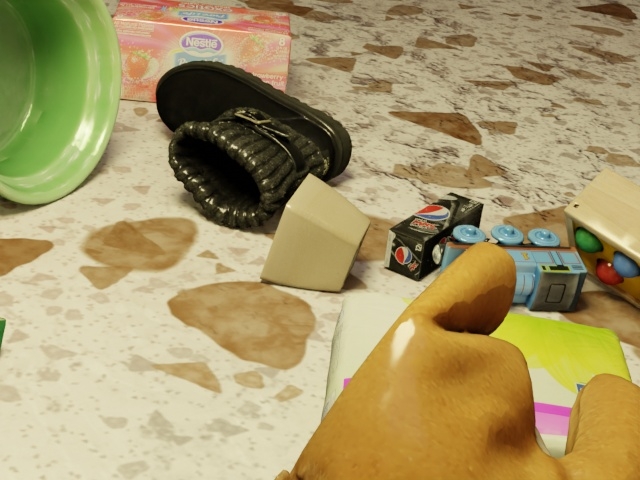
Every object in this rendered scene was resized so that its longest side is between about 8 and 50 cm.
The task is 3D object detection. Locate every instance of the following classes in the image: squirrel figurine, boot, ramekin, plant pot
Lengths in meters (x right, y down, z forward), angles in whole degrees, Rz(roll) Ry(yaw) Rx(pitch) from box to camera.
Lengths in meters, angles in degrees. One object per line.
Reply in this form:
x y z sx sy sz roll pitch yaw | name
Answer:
0.134 0.249 0.652 0.370 0.281 0.397 36 33 14 | squirrel figurine
-0.150 -0.148 1.512 0.348 0.131 0.260 21 29 24 | boot
-0.409 -0.208 1.389 0.148 0.303 0.303 12 25 25 | ramekin
0.000 0.000 1.296 0.096 0.109 0.109 23 28 4 | plant pot

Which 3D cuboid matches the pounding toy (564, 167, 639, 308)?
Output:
0.409 0.040 1.316 0.094 0.181 0.206 -43 55 -13 | pounding toy

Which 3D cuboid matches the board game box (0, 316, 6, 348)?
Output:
-0.491 0.062 1.004 0.317 0.046 0.213 14 2 12 | board game box

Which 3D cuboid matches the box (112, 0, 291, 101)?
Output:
-0.205 -0.319 1.831 0.300 0.142 0.154 5 27 -5 | box

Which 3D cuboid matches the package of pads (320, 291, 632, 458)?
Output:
0.152 0.153 1.020 0.296 0.101 0.229 9 27 1 | package of pads

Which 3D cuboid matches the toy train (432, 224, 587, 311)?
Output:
0.233 0.033 1.314 0.184 0.080 0.105 3 32 -10 | toy train

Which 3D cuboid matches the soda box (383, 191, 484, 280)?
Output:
0.150 -0.008 1.392 0.053 0.060 0.169 21 29 28 | soda box
